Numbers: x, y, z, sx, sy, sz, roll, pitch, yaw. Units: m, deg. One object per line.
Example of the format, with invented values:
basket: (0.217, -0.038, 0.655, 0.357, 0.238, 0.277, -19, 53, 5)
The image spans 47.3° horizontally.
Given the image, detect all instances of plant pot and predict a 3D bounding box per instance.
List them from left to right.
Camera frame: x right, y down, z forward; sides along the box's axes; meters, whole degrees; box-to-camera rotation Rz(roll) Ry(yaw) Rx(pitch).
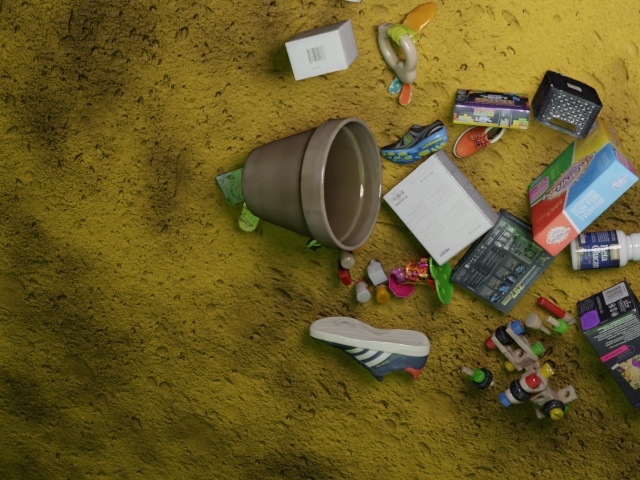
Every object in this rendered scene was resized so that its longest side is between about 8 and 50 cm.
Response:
plant pot: (-0.034, -0.141, 1.841, 0.280, 0.323, 0.323, 3, 117, 30)

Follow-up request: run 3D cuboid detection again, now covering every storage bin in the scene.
storage bin: (0.556, -0.311, 1.657, 0.122, 0.180, 0.084, 22, 119, 2)

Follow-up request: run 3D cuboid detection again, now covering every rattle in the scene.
rattle: (0.222, -0.448, 1.759, 0.130, 0.143, 0.200, 14, 141, 43)

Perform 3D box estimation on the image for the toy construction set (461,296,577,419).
toy construction set: (0.598, 0.336, 1.979, 0.237, 0.257, 0.309, 31, 97, -23)

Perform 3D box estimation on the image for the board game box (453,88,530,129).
board game box: (0.401, -0.311, 1.718, 0.170, 0.141, 0.048, 6, 117, 10)

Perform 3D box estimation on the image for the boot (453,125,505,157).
boot: (0.388, -0.250, 1.785, 0.059, 0.085, 0.158, 45, 119, -12)

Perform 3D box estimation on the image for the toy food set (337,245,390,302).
toy food set: (0.109, 0.071, 2.021, 0.111, 0.105, 0.232, -26, 124, 12)

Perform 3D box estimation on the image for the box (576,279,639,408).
box: (0.800, 0.268, 1.890, 0.143, 0.165, 0.270, -30, 106, 24)

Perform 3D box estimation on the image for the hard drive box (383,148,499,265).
hard drive box: (0.305, -0.084, 1.856, 0.181, 0.089, 0.232, -40, 88, 28)

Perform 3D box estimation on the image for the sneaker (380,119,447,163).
sneaker: (0.236, -0.248, 1.837, 0.188, 0.078, 0.067, -20, 144, 36)

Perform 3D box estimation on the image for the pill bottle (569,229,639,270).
pill bottle: (0.714, 0.023, 1.831, 0.169, 0.094, 0.094, -6, 114, 16)

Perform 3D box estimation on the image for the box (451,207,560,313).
box: (0.484, 0.057, 1.925, 0.183, 0.059, 0.233, 32, 118, -3)

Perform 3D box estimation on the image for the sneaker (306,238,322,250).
sneaker: (0.000, 0.000, 2.037, 0.083, 0.031, 0.035, -32, 118, 29)

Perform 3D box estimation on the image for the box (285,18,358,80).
box: (0.007, -0.452, 1.728, 0.130, 0.170, 0.091, -10, 112, 18)

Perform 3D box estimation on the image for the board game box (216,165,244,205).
board game box: (-0.229, -0.151, 2.020, 0.090, 0.020, 0.090, -16, 111, 20)

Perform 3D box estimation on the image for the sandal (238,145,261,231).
sandal: (-0.174, -0.127, 1.966, 0.088, 0.079, 0.240, 12, 111, -5)

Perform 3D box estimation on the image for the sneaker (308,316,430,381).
sneaker: (0.132, 0.323, 2.102, 0.349, 0.131, 0.148, 11, 113, 8)

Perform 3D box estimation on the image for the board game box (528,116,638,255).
board game box: (0.584, -0.130, 1.662, 0.064, 0.316, 0.242, 37, 118, -6)

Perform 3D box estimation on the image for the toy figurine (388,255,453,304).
toy figurine: (0.254, 0.102, 1.967, 0.159, 0.130, 0.173, -6, 145, 28)
